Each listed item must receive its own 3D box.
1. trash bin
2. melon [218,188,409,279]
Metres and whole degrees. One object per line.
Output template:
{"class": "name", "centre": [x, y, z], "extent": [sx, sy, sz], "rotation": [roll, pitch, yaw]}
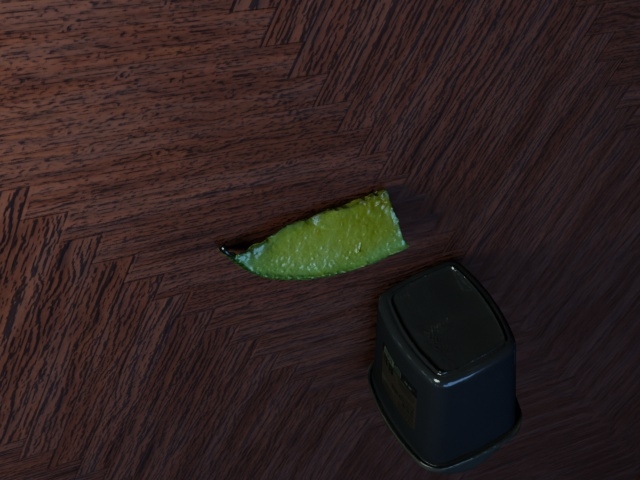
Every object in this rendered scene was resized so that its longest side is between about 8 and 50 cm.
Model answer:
{"class": "trash bin", "centre": [0.170, 0.181, 1.956], "extent": [0.182, 0.209, 0.290], "rotation": [-24, 147, -13]}
{"class": "melon", "centre": [-0.001, 0.000, 1.632], "extent": [0.262, 0.053, 0.114], "rotation": [-13, 141, -34]}
